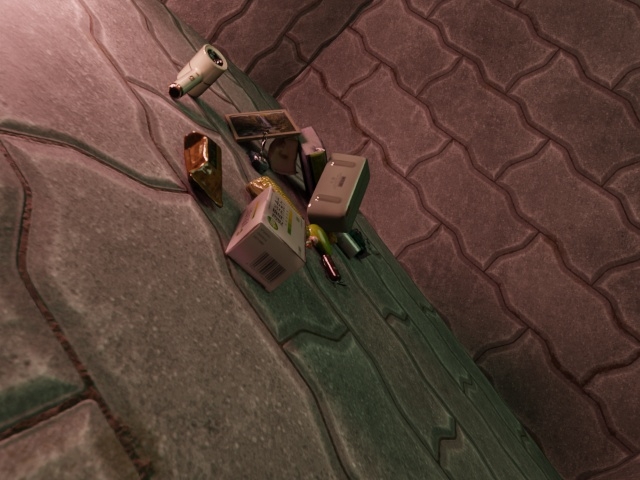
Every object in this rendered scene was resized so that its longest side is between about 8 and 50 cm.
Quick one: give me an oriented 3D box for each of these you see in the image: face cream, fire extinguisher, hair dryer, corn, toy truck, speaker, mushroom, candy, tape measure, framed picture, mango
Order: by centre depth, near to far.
[{"bbox_3d":[-0.353,-0.221,1.242,0.143,0.101,0.272,43,21,-46],"label":"candy"},{"bbox_3d":[-0.158,-0.105,1.515,0.123,0.122,0.305,-21,66,-45],"label":"corn"},{"bbox_3d":[0.042,0.125,1.668,0.078,0.045,0.157,2,43,-33],"label":"fire extinguisher"},{"bbox_3d":[-0.530,-0.658,1.684,0.128,0.203,0.362,47,31,-23],"label":"hair dryer"},{"bbox_3d":[0.000,0.000,1.778,0.165,0.074,0.091,51,13,4],"label":"mango"},{"bbox_3d":[-0.248,-0.399,1.863,0.104,0.180,0.107,41,6,41],"label":"tape measure"},{"bbox_3d":[0.096,-0.229,1.962,0.183,0.184,0.407,70,36,-52],"label":"speaker"},{"bbox_3d":[-0.284,-0.566,2.012,0.020,0.323,0.241,98,-27,-44],"label":"framed picture"},{"bbox_3d":[0.025,-0.059,2.017,0.067,0.067,0.206,33,25,-49],"label":"corn"},{"bbox_3d":[-0.215,-0.465,2.104,0.173,0.161,0.236,55,-28,32],"label":"mushroom"},{"bbox_3d":[0.098,-0.031,2.144,0.269,0.082,0.082,50,14,4],"label":"face cream"},{"bbox_3d":[0.200,0.029,2.262,0.216,0.110,0.116,35,34,-48],"label":"toy truck"}]

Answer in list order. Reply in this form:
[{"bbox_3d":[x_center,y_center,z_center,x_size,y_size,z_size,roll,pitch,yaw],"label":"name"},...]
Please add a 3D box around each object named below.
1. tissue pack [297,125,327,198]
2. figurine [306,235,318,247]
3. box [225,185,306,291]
[{"bbox_3d":[-0.025,-0.359,2.171,0.288,0.124,0.395,-112,-173,-47],"label":"tissue pack"},{"bbox_3d":[-0.048,0.003,1.689,0.109,0.047,0.064,-8,66,-60],"label":"figurine"},{"bbox_3d":[-0.150,-0.020,1.237,0.173,0.145,0.333,46,15,-20],"label":"box"}]
